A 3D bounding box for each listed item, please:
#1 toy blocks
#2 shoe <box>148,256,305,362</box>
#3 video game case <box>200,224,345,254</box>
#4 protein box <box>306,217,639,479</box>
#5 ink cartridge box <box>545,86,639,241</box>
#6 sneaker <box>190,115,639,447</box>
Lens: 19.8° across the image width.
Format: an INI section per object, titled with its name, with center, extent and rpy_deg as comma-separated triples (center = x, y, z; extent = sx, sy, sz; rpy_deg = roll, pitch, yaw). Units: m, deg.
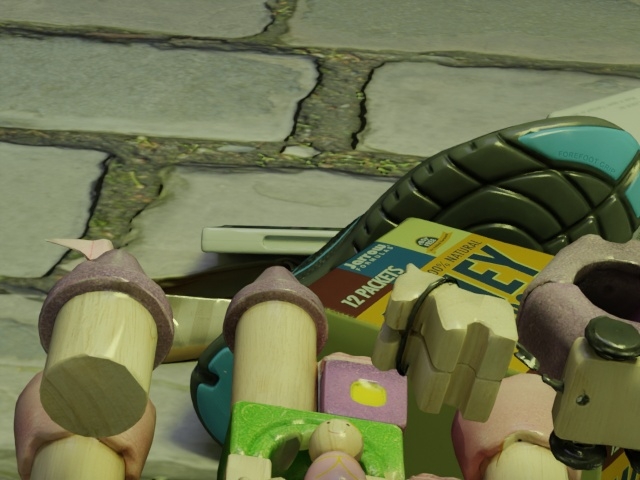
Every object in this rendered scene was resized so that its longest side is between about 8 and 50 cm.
[toy blocks]
center = -0.002, 0.078, 0.861
extent = 0.289, 0.309, 0.260
rpy_deg = 10, 34, -5
[shoe]
center = -0.043, 0.048, 1.367
extent = 0.219, 0.058, 0.076
rpy_deg = -6, 27, -14
[video game case]
center = 0.000, 0.000, 1.425
extent = 0.173, 0.022, 0.190
rpy_deg = 2, 0, 0
[protein box]
center = 0.097, 0.121, 1.062
extent = 0.200, 0.201, 0.136
rpy_deg = 17, 30, 29
[ink cartridge box]
center = 0.402, 0.003, 1.492
extent = 0.308, 0.091, 0.385
rpy_deg = -17, 49, -32
[sneaker]
center = 0.062, 0.014, 1.235
extent = 0.341, 0.125, 0.139
rpy_deg = -30, 10, 13
